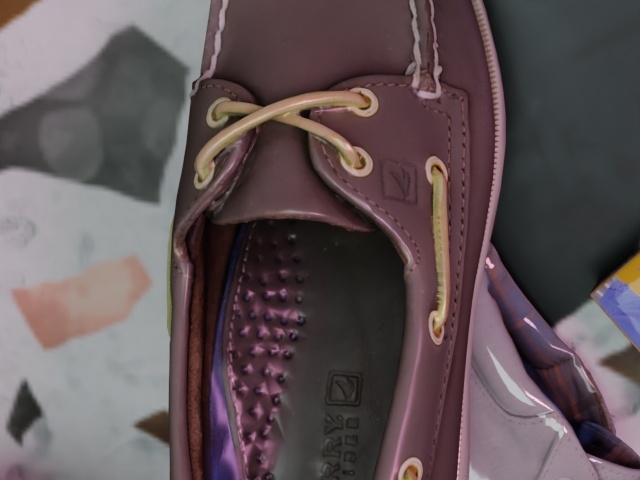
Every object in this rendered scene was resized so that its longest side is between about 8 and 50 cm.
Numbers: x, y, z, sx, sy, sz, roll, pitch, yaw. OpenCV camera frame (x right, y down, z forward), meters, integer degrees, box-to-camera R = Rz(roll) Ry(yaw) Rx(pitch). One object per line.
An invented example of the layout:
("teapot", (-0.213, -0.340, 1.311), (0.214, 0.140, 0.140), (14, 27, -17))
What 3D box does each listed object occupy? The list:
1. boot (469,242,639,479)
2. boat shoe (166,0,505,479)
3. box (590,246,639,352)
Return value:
("boot", (0.078, 0.126, 0.575), (0.123, 0.095, 0.258), (-29, 94, 19))
("boat shoe", (0.000, 0.000, 0.508), (0.117, 0.097, 0.324), (0, 85, 17))
("box", (0.181, 0.045, 0.557), (0.081, 0.028, 0.136), (-43, 82, 20))
